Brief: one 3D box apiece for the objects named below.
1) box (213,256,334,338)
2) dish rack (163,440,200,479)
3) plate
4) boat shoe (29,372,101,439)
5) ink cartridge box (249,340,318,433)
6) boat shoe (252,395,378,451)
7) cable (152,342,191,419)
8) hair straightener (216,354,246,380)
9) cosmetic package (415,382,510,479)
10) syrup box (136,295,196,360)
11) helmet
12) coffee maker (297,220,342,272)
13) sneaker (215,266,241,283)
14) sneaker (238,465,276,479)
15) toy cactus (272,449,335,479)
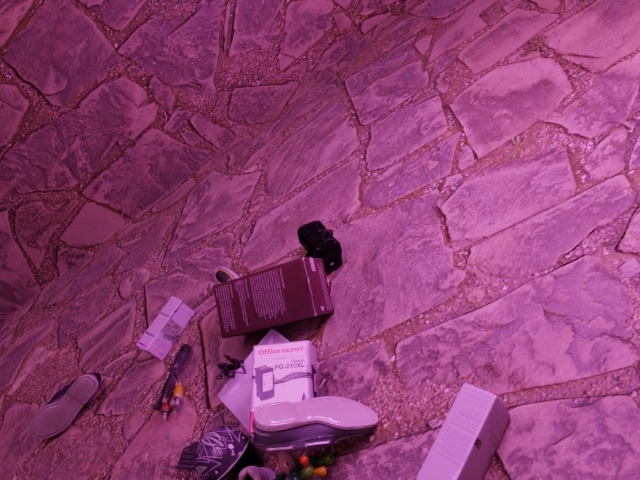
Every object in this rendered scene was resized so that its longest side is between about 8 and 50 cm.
[{"bbox_3d":[-0.163,0.194,1.547,0.380,0.143,0.191,-18,78,27],"label":"box"},{"bbox_3d":[-0.390,0.712,1.325,0.208,0.074,0.272,-13,44,30],"label":"dish rack"},{"bbox_3d":[-0.158,0.441,1.429,0.277,0.045,0.277,-50,38,-15],"label":"plate"},{"bbox_3d":[-1.036,0.667,1.898,0.340,0.127,0.113,-49,8,0],"label":"boat shoe"},{"bbox_3d":[-0.099,0.410,1.286,0.171,0.100,0.238,-8,59,10],"label":"ink cartridge box"},{"bbox_3d":[-0.013,0.463,1.147,0.116,0.318,0.099,-132,50,-66],"label":"boat shoe"},{"bbox_3d":[-0.528,0.515,1.686,0.139,0.072,0.287,-44,21,23],"label":"cable"},{"bbox_3d":[-0.292,0.424,1.497,0.089,0.047,0.230,-53,18,-23],"label":"hair straightener"},{"bbox_3d":[0.307,0.437,0.978,0.085,0.117,0.231,10,60,47],"label":"cosmetic package"},{"bbox_3d":[-0.622,0.355,1.873,0.096,0.093,0.237,9,58,45],"label":"syrup box"},{"bbox_3d":[-0.260,0.585,1.248,0.169,0.162,0.169,-19,26,10],"label":"helmet"},{"bbox_3d":[0.000,0.000,1.651,0.178,0.120,0.172,49,133,53],"label":"coffee maker"},{"bbox_3d":[-0.341,0.193,1.794,0.121,0.111,0.299,-54,37,-12],"label":"sneaker"},{"bbox_3d":[-0.178,0.681,1.143,0.102,0.111,0.253,-26,39,17],"label":"sneaker"},{"bbox_3d":[-0.075,0.584,1.159,0.219,0.112,0.180,-40,18,-15],"label":"toy cactus"}]
